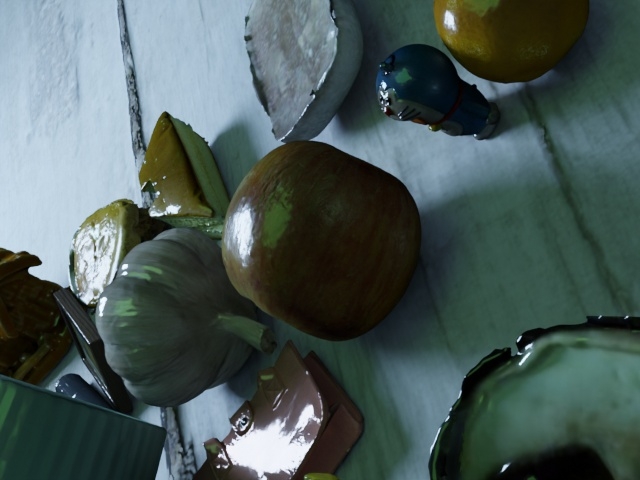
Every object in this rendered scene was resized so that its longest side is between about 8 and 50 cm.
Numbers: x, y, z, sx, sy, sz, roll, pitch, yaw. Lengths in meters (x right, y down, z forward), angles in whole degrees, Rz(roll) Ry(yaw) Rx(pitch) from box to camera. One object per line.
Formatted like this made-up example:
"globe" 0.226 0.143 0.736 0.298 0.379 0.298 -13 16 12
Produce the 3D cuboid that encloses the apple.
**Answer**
"apple" 0.000 0.000 1.227 0.211 0.211 0.188 24 84 54

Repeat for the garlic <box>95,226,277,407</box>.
"garlic" -0.133 0.093 1.373 0.212 0.218 0.218 3 71 35

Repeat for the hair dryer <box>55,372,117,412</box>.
"hair dryer" -0.348 0.298 1.619 0.173 0.050 0.194 19 90 61

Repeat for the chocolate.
"chocolate" -0.014 -0.264 1.505 0.185 0.100 0.303 -54 33 31

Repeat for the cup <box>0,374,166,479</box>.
"cup" -0.317 0.375 1.318 0.310 0.401 0.392 161 129 -74

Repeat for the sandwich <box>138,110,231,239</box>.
"sandwich" -0.185 -0.071 1.608 0.088 0.090 0.244 -45 42 17

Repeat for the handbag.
"handbag" -0.056 0.233 1.282 0.212 0.059 0.157 -55 37 13

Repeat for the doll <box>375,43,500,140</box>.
"doll" 0.117 -0.154 1.225 0.114 0.152 0.085 19 86 52

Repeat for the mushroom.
"mushroom" 0.249 0.180 0.887 0.344 0.130 0.247 -17 72 47

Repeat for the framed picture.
"framed picture" -0.315 0.152 1.613 0.023 0.128 0.168 -26 32 -18

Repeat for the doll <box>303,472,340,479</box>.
"doll" -0.021 0.349 1.135 0.135 0.099 0.241 18 82 49

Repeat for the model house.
"model house" -0.513 0.117 1.792 0.199 0.229 0.219 0 70 58

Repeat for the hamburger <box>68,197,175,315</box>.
"hamburger" -0.274 0.030 1.650 0.177 0.113 0.185 44 113 47

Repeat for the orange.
"orange" 0.195 -0.230 1.190 0.159 0.159 0.136 -131 31 -52
